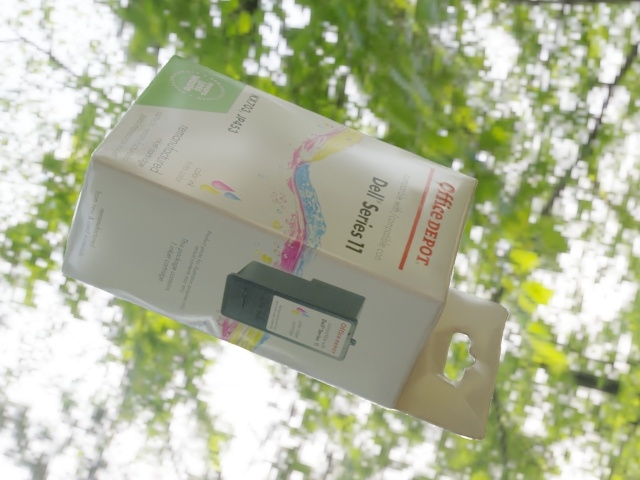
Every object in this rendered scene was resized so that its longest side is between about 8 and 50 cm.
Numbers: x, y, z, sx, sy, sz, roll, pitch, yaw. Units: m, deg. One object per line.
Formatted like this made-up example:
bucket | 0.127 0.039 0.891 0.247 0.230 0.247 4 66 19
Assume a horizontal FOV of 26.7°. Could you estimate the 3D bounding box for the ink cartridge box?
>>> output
ink cartridge box | 0.000 0.000 1.081 0.207 0.354 0.119 -68 0 -57
